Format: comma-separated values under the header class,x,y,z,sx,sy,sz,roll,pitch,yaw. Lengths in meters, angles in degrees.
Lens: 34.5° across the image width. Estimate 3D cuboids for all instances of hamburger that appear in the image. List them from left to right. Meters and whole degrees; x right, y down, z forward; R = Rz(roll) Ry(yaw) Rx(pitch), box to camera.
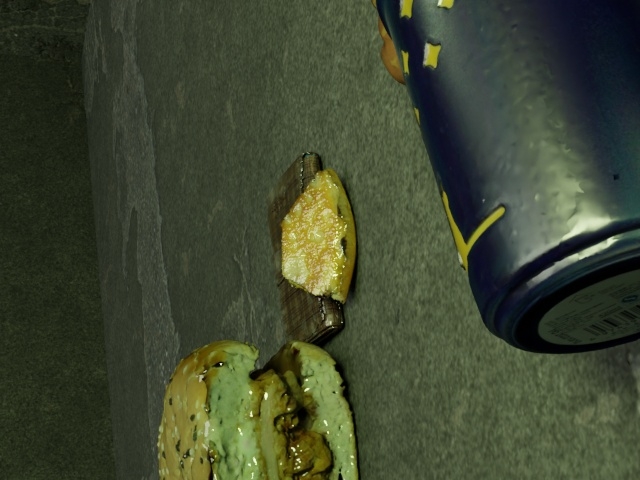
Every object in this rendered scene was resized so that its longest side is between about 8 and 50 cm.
class,x,y,z,sx,sy,sz,roll,pitch,yaw
hamburger,-0.079,0.282,1.209,0.277,0.195,0.318,142,122,-61

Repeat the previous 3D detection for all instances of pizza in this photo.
class,x,y,z,sx,sy,sz,roll,pitch,yaw
pizza,0.000,0.000,1.194,0.099,0.035,0.160,-19,66,37

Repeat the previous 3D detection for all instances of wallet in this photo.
class,x,y,z,sx,sy,sz,roll,pitch,yaw
wallet,-0.021,0.017,1.278,0.124,0.042,0.230,-44,51,55

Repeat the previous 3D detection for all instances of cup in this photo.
class,x,y,z,sx,sy,sz,roll,pitch,yaw
cup,0.171,-0.062,0.668,0.178,0.255,0.256,-26,60,25

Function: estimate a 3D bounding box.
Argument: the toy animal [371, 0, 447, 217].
class,x,y,z,sx,sy,sz,roll,pitch,yaw
toy animal,0.093,-0.145,0.914,0.230,0.066,0.224,-98,-9,-52
